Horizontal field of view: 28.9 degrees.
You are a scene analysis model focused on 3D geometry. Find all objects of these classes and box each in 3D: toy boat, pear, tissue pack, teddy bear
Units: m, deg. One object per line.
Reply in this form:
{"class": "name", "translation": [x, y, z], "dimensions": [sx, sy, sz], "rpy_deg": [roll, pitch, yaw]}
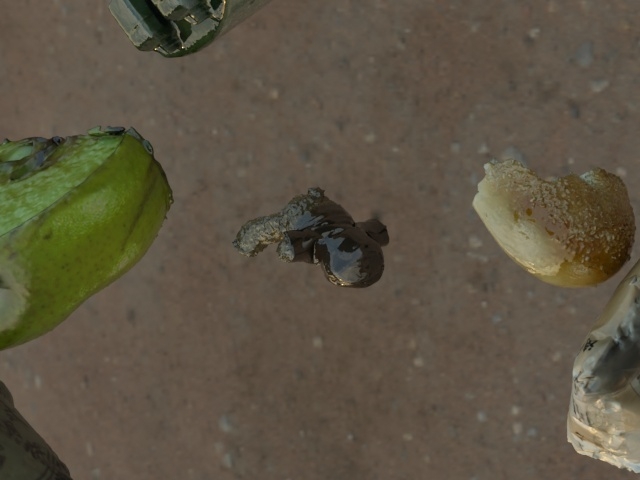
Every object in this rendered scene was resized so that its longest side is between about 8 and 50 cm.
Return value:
{"class": "toy boat", "translation": [-0.028, -0.260, 1.007], "dimensions": [0.092, 0.319, 0.141], "rpy_deg": [52, 149, -7]}
{"class": "pear", "translation": [-0.297, 0.015, 1.275], "dimensions": [0.238, 0.255, 0.164], "rpy_deg": [-3, 126, 33]}
{"class": "tissue pack", "translation": [0.558, 0.190, 2.106], "dimensions": [0.195, 0.390, 0.376], "rpy_deg": [29, 156, 29]}
{"class": "teddy bear", "translation": [-0.001, -0.009, 1.148], "dimensions": [0.160, 0.119, 0.078], "rpy_deg": [24, 117, 47]}

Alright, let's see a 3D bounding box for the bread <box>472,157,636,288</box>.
{"class": "bread", "translation": [0.409, -0.021, 2.071], "dimensions": [0.171, 0.314, 0.192], "rpy_deg": [-46, 38, 39]}

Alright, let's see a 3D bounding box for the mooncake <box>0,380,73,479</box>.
{"class": "mooncake", "translation": [-0.370, 0.237, 1.267], "dimensions": [0.250, 0.254, 0.136], "rpy_deg": [46, 109, 32]}
